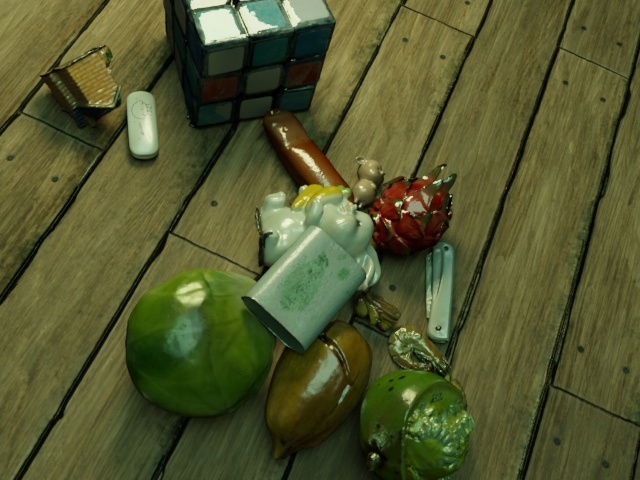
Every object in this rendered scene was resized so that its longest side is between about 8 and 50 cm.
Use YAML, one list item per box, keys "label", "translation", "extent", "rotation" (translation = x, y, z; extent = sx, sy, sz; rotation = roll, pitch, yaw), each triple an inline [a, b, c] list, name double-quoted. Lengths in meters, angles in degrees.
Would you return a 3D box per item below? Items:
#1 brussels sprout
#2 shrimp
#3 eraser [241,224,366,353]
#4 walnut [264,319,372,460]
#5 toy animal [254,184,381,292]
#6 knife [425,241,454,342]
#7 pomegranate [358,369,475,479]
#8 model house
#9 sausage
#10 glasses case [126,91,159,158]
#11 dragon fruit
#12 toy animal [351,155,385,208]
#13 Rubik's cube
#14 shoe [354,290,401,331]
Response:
- label: "brussels sprout"
  translation: [-0.261, 0.215, 1.480]
  extent: [0.344, 0.268, 0.344]
  rotation: [24, 49, -31]
- label: "shrimp"
  translation: [0.240, 0.277, 1.651]
  extent: [0.180, 0.041, 0.099]
  rotation: [40, 66, 8]
- label: "eraser"
  translation: [-0.031, 0.100, 1.464]
  extent: [0.174, 0.081, 0.227]
  rotation: [45, 64, -5]
- label: "walnut"
  translation: [-0.013, 0.322, 1.501]
  extent: [0.209, 0.209, 0.336]
  rotation: [27, 69, 3]
- label: "toy animal"
  translation: [0.001, -0.006, 1.641]
  extent: [0.310, 0.183, 0.247]
  rotation: [0, 99, -9]
- label: "knife"
  translation: [0.298, 0.127, 1.734]
  extent: [0.073, 0.041, 0.266]
  rotation: [4, 65, 4]
- label: "pomegranate"
  translation: [0.219, 0.395, 1.496]
  extent: [0.260, 0.260, 0.340]
  rotation: [52, 36, 14]
- label: "model house"
  translation: [-0.576, -0.383, 1.743]
  extent: [0.166, 0.183, 0.172]
  rotation: [-37, 115, -25]
- label: "sausage"
  translation: [-0.037, -0.202, 1.795]
  extent: [0.097, 0.094, 0.348]
  rotation: [-26, 71, -31]
- label: "glasses case"
  translation: [-0.460, -0.300, 1.786]
  extent: [0.076, 0.049, 0.197]
  rotation: [-4, 66, -12]
- label: "dragon fruit"
  translation: [0.234, -0.071, 1.724]
  extent: [0.274, 0.192, 0.193]
  rotation: [-32, 98, -1]
- label: "toy animal"
  translation: [0.120, -0.152, 1.805]
  extent: [0.089, 0.083, 0.150]
  rotation: [16, 65, 0]
- label: "Rubik's cube"
  translation: [-0.198, -0.543, 1.777]
  extent: [0.363, 0.359, 0.362]
  rotation: [-13, 67, -15]
- label: "shoe"
  translation: [0.135, 0.174, 1.664]
  extent: [0.109, 0.069, 0.072]
  rotation: [22, 26, -12]
